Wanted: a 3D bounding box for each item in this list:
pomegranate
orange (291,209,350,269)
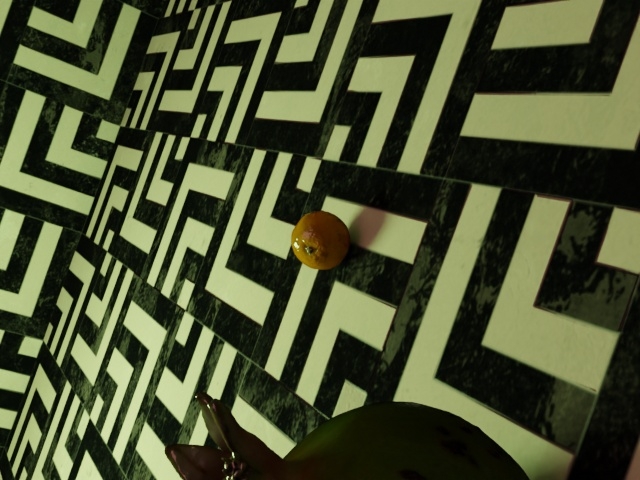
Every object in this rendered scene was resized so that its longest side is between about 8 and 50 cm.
[{"bbox_3d":[0.032,0.259,0.701,0.290,0.323,0.291,-30,40,29],"label":"pomegranate"},{"bbox_3d":[0.000,0.001,1.170,0.083,0.083,0.083,-39,41,44],"label":"orange"}]
